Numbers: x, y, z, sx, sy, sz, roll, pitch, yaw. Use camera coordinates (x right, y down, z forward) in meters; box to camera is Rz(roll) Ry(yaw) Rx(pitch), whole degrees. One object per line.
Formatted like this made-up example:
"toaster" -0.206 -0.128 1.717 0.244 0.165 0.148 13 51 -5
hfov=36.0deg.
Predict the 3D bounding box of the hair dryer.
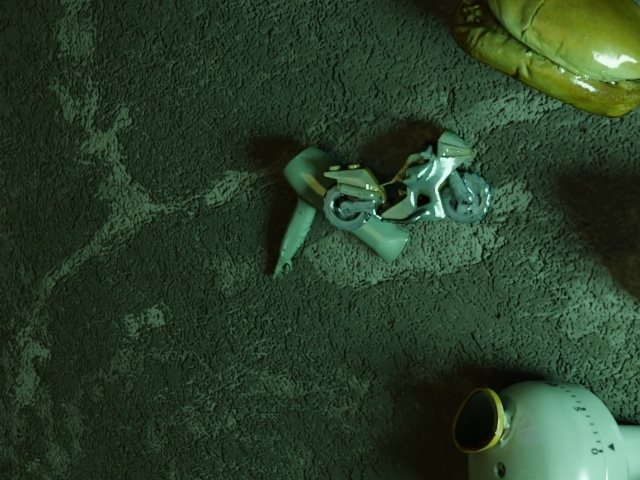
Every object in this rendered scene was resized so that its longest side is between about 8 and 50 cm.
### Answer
"hair dryer" 0.000 0.000 1.461 0.206 0.075 0.237 44 130 7

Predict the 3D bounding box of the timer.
"timer" 0.310 0.296 1.278 0.233 0.240 0.234 -22 65 61

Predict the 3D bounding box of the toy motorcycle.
"toy motorcycle" 0.113 -0.083 1.326 0.229 0.094 0.130 -3 104 10

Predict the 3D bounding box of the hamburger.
"hamburger" 0.273 -0.244 1.149 0.283 0.156 0.144 35 119 22
